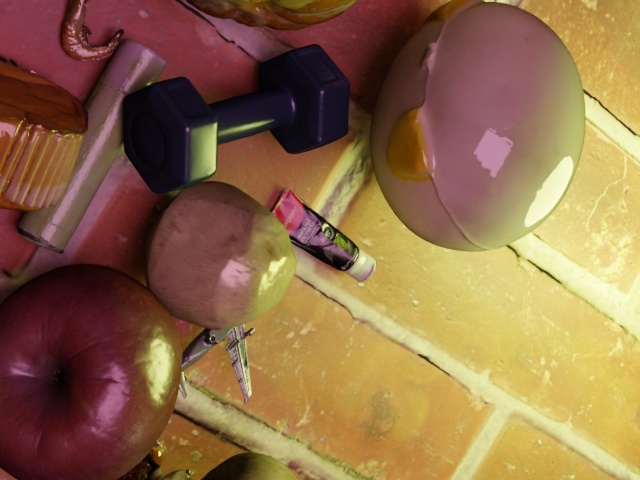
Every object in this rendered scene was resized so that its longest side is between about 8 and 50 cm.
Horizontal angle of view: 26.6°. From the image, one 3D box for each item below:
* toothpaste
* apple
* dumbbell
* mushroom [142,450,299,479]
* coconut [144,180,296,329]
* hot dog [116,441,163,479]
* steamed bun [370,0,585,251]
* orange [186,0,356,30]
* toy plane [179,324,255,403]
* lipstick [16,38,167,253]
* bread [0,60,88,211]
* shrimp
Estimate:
[{"bbox_3d":[0.000,0.000,2.072,0.193,0.045,0.071,36,84,-26],"label":"toothpaste"},{"bbox_3d":[-0.324,0.183,1.803,0.306,0.305,0.235,-60,164,-3],"label":"apple"},{"bbox_3d":[-0.111,-0.170,1.861,0.325,0.144,0.160,-21,123,-39],"label":"dumbbell"},{"bbox_3d":[-0.186,0.441,1.919,0.362,0.362,0.294,-45,97,-12],"label":"mushroom"},{"bbox_3d":[-0.151,0.018,1.907,0.224,0.224,0.224,-8,107,-28],"label":"coconut"},{"bbox_3d":[-0.310,0.355,1.982,0.108,0.059,0.191,43,82,-27],"label":"hot dog"},{"bbox_3d":[0.231,-0.168,1.988,0.334,0.334,0.374,37,54,-32],"label":"steamed bun"},{"bbox_3d":[-0.072,-0.412,1.752,0.329,0.329,0.249,18,83,-32],"label":"orange"},{"bbox_3d":[-0.155,0.133,2.008,0.226,0.058,0.226,-43,104,-13],"label":"toy plane"},{"bbox_3d":[-0.311,-0.127,1.839,0.076,0.076,0.304,30,86,-32],"label":"lipstick"},{"bbox_3d":[-0.449,-0.139,1.698,0.288,0.204,0.156,16,113,-29],"label":"bread"},{"bbox_3d":[-0.304,-0.297,1.818,0.083,0.023,0.114,6,103,-17],"label":"shrimp"}]
